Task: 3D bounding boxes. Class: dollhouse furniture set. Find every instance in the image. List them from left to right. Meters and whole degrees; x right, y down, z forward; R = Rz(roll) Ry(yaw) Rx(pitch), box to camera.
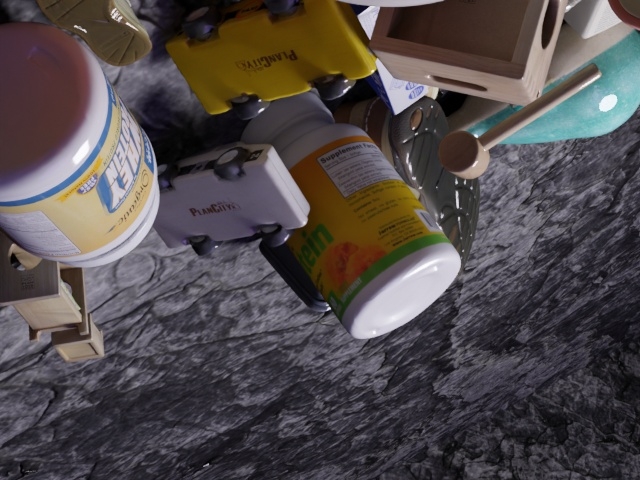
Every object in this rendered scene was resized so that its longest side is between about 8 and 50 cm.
[{"bbox_3d":[-0.314,0.051,1.178,0.161,0.101,0.182,-9,156,-1],"label":"dollhouse furniture set"}]

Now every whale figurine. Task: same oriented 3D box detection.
[{"bbox_3d":[0.270,-0.165,1.451,0.272,0.141,0.216,-33,-176,21],"label":"whale figurine"}]

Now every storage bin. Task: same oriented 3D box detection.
[{"bbox_3d":[0.000,0.000,1.442,0.098,0.135,0.091,-23,145,-28],"label":"storage bin"}]

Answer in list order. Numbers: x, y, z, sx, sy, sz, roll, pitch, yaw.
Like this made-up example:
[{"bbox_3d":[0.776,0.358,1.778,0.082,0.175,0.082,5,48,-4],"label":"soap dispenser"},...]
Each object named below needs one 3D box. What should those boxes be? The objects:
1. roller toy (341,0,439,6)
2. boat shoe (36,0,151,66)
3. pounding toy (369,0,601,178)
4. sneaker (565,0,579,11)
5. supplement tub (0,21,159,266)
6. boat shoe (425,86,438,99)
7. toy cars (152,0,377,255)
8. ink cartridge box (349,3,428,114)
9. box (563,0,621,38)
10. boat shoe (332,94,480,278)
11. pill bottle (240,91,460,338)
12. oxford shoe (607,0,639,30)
[{"bbox_3d":[0.038,-0.257,0.849,0.209,0.191,0.146,-28,140,-35],"label":"roller toy"},{"bbox_3d":[-0.178,-0.189,0.917,0.056,0.048,0.153,-27,153,11],"label":"boat shoe"},{"bbox_3d":[0.139,-0.143,0.956,0.094,0.181,0.206,29,77,-70],"label":"pounding toy"},{"bbox_3d":[0.191,-0.329,0.969,0.158,0.182,0.410,-33,158,-7],"label":"sneaker"},{"bbox_3d":[-0.214,-0.068,0.962,0.144,0.144,0.199,-34,158,-4],"label":"supplement tub"},{"bbox_3d":[0.105,-0.189,1.320,0.045,0.050,0.135,-15,151,-15],"label":"boat shoe"},{"bbox_3d":[-0.061,-0.114,1.104,0.087,0.176,0.393,-58,176,-40],"label":"toy cars"},{"bbox_3d":[0.044,-0.204,1.124,0.046,0.097,0.207,-36,158,0],"label":"ink cartridge box"},{"bbox_3d":[0.322,-0.343,1.250,0.113,0.094,0.275,-28,157,-21],"label":"box"},{"bbox_3d":[0.103,-0.069,1.421,0.122,0.120,0.324,-66,150,-24],"label":"boat shoe"},{"bbox_3d":[0.021,-0.033,1.238,0.136,0.245,0.136,-30,157,-14],"label":"pill bottle"},{"bbox_3d":[0.362,-0.360,1.043,0.146,0.140,0.397,11,102,-65],"label":"oxford shoe"}]
